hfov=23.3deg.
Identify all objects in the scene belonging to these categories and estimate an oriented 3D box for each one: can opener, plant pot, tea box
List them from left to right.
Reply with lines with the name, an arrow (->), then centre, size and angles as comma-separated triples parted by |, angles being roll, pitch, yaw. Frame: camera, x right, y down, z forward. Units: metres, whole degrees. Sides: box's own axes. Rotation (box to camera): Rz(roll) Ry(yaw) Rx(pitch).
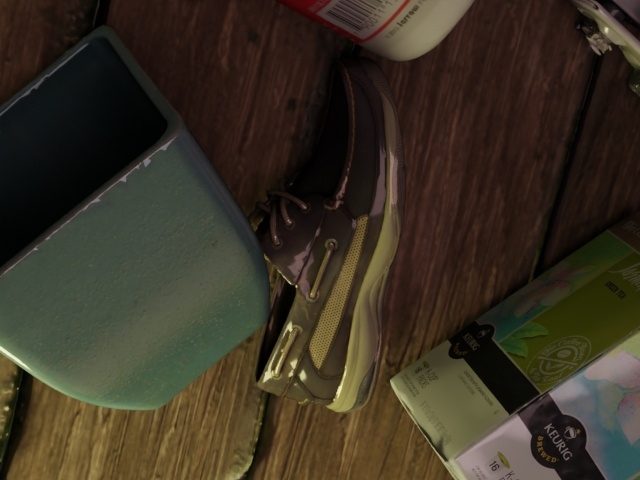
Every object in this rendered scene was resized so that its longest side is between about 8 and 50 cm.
plant pot -> -0.186, 0.008, 1.404 | 0.247, 0.248, 0.252 | -38, 126, -1
tea box -> 0.307, 0.207, 1.560 | 0.323, 0.220, 0.329 | -36, 110, -1
can opener -> 0.356, -0.169, 1.556 | 0.280, 0.074, 0.093 | 42, 93, -20

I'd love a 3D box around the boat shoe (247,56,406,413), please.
boat shoe -> 0.000, 0.000, 1.495 | 0.130, 0.132, 0.355 | 2, 104, -13

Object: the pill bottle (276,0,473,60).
pill bottle -> -0.046, -0.340, 1.336 | 0.407, 0.229, 0.229 | 26, 98, -18
